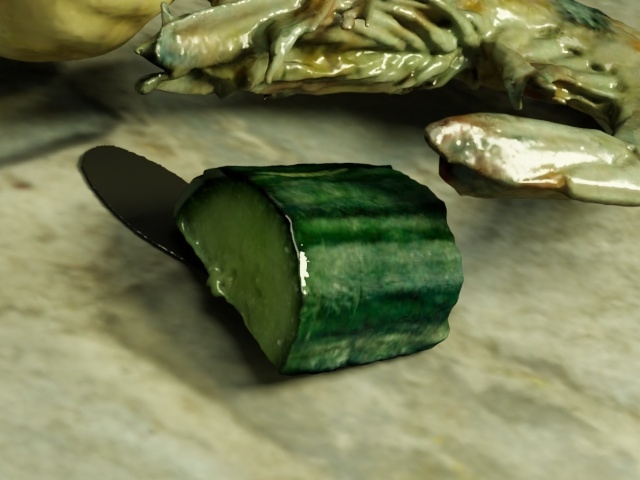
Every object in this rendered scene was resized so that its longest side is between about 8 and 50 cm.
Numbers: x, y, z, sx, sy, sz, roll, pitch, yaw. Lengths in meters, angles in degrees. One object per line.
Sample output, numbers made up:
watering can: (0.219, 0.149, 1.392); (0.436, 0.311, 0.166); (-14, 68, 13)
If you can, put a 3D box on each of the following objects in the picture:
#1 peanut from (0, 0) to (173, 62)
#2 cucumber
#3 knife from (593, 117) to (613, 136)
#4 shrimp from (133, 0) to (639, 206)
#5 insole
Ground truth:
peanut: (-0.214, -0.224, 0.907); (0.387, 0.169, 0.192); (40, 40, 27)
cucumber: (0.000, 0.000, 0.820); (0.115, 0.062, 0.116); (-3, 42, -47)
knife: (0.155, -0.101, 1.076); (0.081, 0.043, 0.336); (-8, 53, -44)
shrimp: (0.070, -0.080, 0.898); (0.360, 0.085, 0.247); (0, 31, -36)
insole: (-0.053, -0.001, 0.848); (0.153, 0.002, 0.053); (33, 37, 14)
